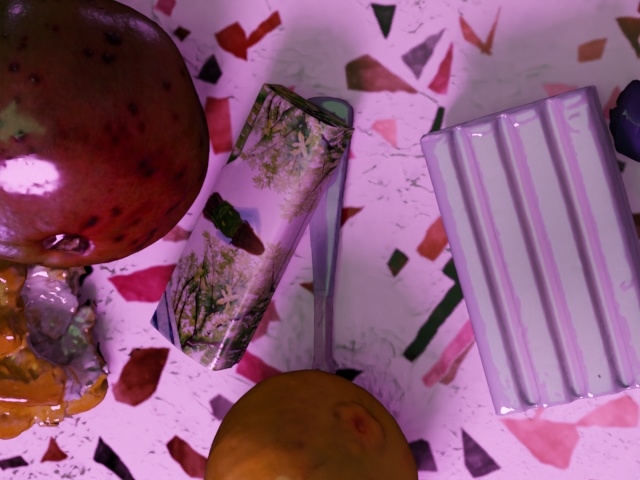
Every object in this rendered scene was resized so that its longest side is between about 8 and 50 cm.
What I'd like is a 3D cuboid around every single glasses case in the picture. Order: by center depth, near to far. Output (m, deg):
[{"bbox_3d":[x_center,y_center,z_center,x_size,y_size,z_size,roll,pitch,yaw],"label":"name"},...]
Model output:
[{"bbox_3d":[-0.071,-0.011,1.194,0.095,0.062,0.272,32,107,20],"label":"glasses case"}]

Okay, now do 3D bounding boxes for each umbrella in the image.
[{"bbox_3d":[0.357,-0.054,1.050,0.248,0.071,0.071,36,106,21],"label":"umbrella"}]

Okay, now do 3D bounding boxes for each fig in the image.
[{"bbox_3d":[-0.011,0.241,1.147,0.207,0.207,0.230,20,125,15],"label":"fig"}]

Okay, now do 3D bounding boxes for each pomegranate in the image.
[{"bbox_3d":[-0.264,-0.130,1.147,0.290,0.290,0.323,-38,73,18],"label":"pomegranate"}]

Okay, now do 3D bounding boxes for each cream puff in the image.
[{"bbox_3d":[-0.330,0.092,1.243,0.194,0.194,0.221,-15,88,19],"label":"cream puff"}]

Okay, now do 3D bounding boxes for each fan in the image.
[{"bbox_3d":[0.000,0.000,1.206,0.057,0.023,0.282,4,96,16],"label":"fan"}]

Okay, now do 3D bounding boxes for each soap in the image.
[{"bbox_3d":[0.204,0.009,1.105,0.159,0.087,0.266,-16,92,18],"label":"soap"}]
